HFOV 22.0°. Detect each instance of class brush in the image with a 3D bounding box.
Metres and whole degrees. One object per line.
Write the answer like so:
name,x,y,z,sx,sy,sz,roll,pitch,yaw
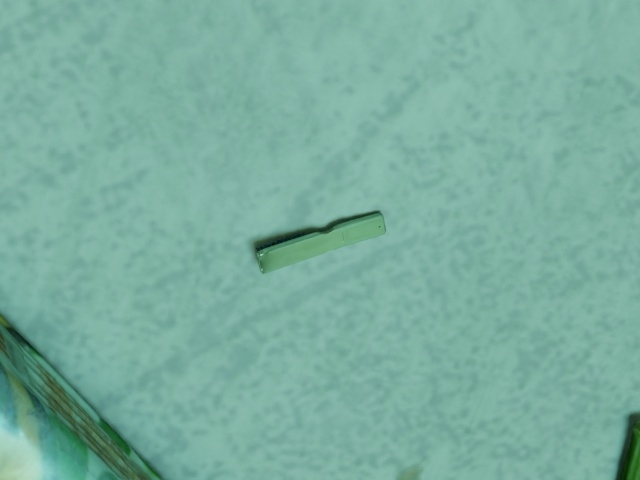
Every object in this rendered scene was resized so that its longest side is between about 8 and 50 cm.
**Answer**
brush,0.000,0.000,0.989,0.084,0.013,0.016,-17,121,-16

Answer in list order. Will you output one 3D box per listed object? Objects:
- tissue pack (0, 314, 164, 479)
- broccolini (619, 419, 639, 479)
tissue pack,-0.200,0.192,0.953,0.228,0.128,0.311,-38,115,3
broccolini,0.211,0.232,1.130,0.051,0.054,0.239,-18,120,-48
